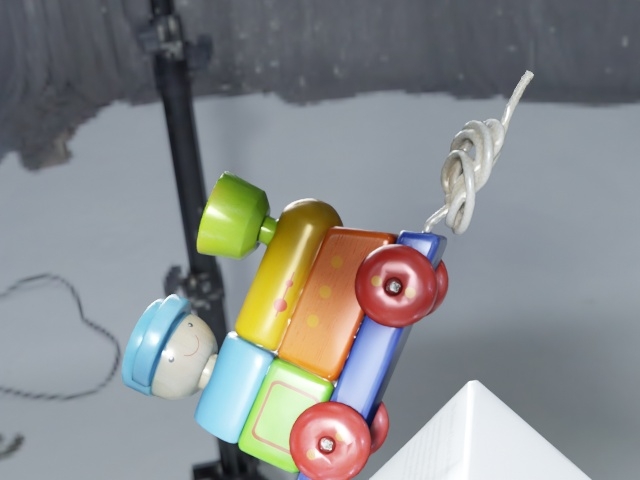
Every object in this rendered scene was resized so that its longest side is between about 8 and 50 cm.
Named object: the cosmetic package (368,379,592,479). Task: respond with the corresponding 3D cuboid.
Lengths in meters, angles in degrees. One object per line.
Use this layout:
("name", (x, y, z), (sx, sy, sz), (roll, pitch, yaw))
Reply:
("cosmetic package", (0.065, 0.244, 0.877), (0.138, 0.225, 0.224), (39, 22, -7))

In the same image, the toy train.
("toy train", (0.000, 0.000, 0.761), (0.143, 0.248, 0.105), (23, 3, 8))
